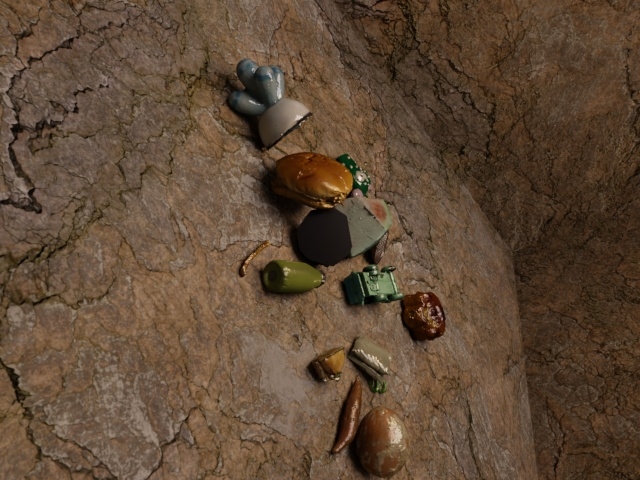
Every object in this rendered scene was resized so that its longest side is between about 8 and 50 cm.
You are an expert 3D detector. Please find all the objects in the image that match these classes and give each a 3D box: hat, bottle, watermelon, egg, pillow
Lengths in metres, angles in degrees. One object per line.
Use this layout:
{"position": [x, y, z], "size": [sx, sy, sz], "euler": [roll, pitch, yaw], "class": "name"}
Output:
{"position": [0.251, 0.014, 2.290], "size": [0.193, 0.082, 0.193], "euler": [17, 90, -71], "class": "hat"}
{"position": [-0.081, 0.130, 1.721], "size": [0.260, 0.112, 0.112], "euler": [9, 61, -52], "class": "bottle"}
{"position": [0.160, -0.095, 2.135], "size": [0.258, 0.228, 0.387], "euler": [40, 34, -18], "class": "watermelon"}
{"position": [0.214, 0.694, 1.691], "size": [0.195, 0.195, 0.233], "euler": [-8, 87, -55], "class": "egg"}
{"position": [0.196, 0.453, 1.907], "size": [0.181, 0.078, 0.134], "euler": [37, 35, -3], "class": "pillow"}

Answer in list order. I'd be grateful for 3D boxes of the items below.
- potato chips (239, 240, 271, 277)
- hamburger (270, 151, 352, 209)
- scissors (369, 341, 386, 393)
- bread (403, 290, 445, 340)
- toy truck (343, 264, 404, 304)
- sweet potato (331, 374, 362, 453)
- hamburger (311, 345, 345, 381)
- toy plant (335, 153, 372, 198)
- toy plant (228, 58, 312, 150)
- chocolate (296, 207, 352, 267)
{"position": [-0.223, 0.053, 1.657], "size": [0.037, 0.026, 0.204], "euler": [57, 33, -17], "class": "potato chips"}
{"position": [-0.025, -0.227, 1.864], "size": [0.314, 0.170, 0.290], "euler": [23, 30, 13], "class": "hamburger"}
{"position": [0.222, 0.507, 1.966], "size": [0.101, 0.027, 0.204], "euler": [26, 52, -47], "class": "scissors"}
{"position": [0.492, 0.364, 2.336], "size": [0.232, 0.135, 0.247], "euler": [-8, 77, -42], "class": "bread"}
{"position": [0.227, 0.194, 2.062], "size": [0.279, 0.156, 0.155], "euler": [6, 64, -53], "class": "toy truck"}
{"position": [0.109, 0.603, 1.710], "size": [0.066, 0.072, 0.314], "euler": [37, 43, -13], "class": "sweet potato"}
{"position": [0.030, 0.439, 1.705], "size": [0.176, 0.087, 0.102], "euler": [-11, 90, -64], "class": "hamburger"}
{"position": [0.157, -0.294, 2.326], "size": [0.243, 0.112, 0.232], "euler": [46, 36, -17], "class": "toy plant"}
{"position": [-0.212, -0.549, 1.895], "size": [0.332, 0.247, 0.247], "euler": [52, 35, -11], "class": "toy plant"}
{"position": [0.000, 0.000, 1.930], "size": [0.177, 0.206, 0.224], "euler": [140, -59, -79], "class": "chocolate"}
